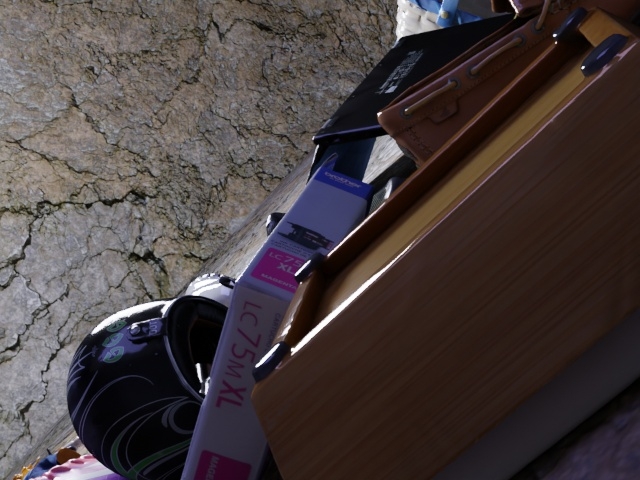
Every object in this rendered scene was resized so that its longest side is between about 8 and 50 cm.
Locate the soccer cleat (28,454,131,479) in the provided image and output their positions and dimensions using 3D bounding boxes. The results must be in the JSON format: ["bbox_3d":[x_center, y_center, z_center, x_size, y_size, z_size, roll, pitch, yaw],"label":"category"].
[{"bbox_3d":[-0.234,0.245,1.048,0.108,0.116,0.318,-58,4,16],"label":"soccer cleat"}]

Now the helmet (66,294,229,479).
[{"bbox_3d":[-0.146,0.138,1.020,0.161,0.169,0.169,-32,12,28],"label":"helmet"}]

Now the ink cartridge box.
[{"bbox_3d":[-0.023,0.060,0.923,0.311,0.065,0.185,-64,-8,-66],"label":"ink cartridge box"}]

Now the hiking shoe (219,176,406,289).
[{"bbox_3d":[0.000,0.000,1.214,0.227,0.114,0.086,-45,7,-2],"label":"hiking shoe"}]

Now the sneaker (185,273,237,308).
[{"bbox_3d":[-0.167,0.150,1.474,0.297,0.111,0.129,-44,21,41],"label":"sneaker"}]

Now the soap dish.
[{"bbox_3d":[0.096,0.007,0.590,0.291,0.118,0.229,-44,7,17],"label":"soap dish"}]

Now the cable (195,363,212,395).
[{"bbox_3d":[-0.117,0.172,1.238,0.139,0.072,0.287,-36,19,-3],"label":"cable"}]

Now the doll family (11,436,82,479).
[{"bbox_3d":[-0.359,0.317,1.411,0.263,0.118,0.163,-49,8,-34],"label":"doll family"}]

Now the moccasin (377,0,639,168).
[{"bbox_3d":[0.217,-0.226,1.148,0.380,0.147,0.139,-43,7,11],"label":"moccasin"}]

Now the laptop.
[{"bbox_3d":[0.139,-0.119,1.531,0.408,0.236,0.382,-8,25,26],"label":"laptop"}]

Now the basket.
[{"bbox_3d":[0.236,-0.404,1.759,0.255,0.201,0.289,-53,-21,-46],"label":"basket"}]
